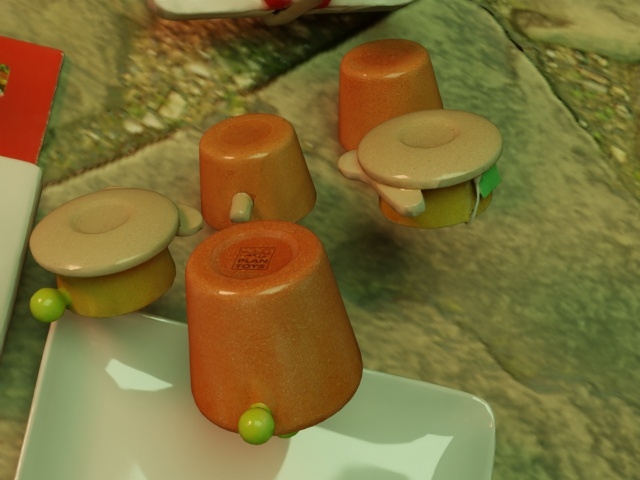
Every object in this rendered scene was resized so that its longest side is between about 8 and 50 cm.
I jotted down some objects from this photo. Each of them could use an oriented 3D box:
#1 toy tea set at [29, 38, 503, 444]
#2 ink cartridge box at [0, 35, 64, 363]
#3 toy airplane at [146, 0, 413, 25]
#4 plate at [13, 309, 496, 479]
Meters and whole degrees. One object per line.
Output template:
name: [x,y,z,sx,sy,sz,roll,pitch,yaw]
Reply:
toy tea set: [0.000,0.000,0.840,0.200,0.124,0.336,22,43,40]
ink cartridge box: [-0.302,-0.057,0.822,0.275,0.060,0.239,12,64,-10]
toy airplane: [-0.031,-0.332,0.906,0.384,0.272,0.386,36,61,2]
plate: [-0.046,0.192,0.785,0.278,0.045,0.277,14,62,-9]
